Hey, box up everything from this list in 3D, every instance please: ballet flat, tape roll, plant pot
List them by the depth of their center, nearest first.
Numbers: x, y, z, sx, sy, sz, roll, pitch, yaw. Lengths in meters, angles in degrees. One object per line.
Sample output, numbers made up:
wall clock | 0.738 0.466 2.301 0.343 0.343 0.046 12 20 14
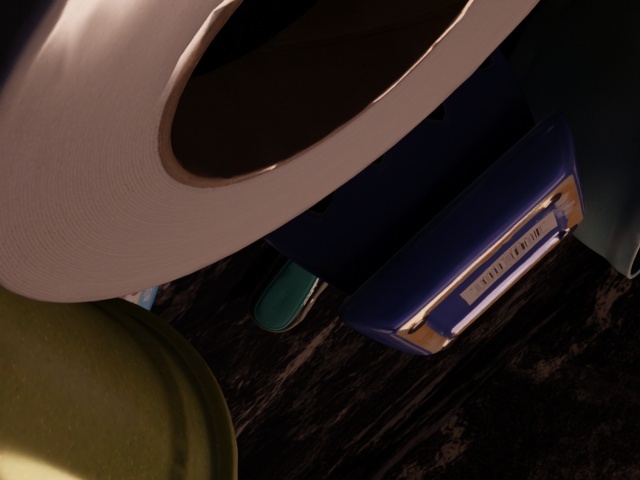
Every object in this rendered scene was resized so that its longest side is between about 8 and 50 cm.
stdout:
tape roll | -0.008 -0.121 0.550 0.392 0.072 0.392 -36 164 -11
plant pot | -0.211 0.102 0.647 0.276 0.276 0.254 -40 152 -8
plant pot | 0.066 -0.050 0.906 0.236 0.212 0.236 -43 162 3
plant pot | 0.288 -0.137 1.150 0.293 0.196 0.293 -50 160 -25
ballet flat | 0.000 0.000 1.152 0.213 0.072 0.068 -51 -172 27

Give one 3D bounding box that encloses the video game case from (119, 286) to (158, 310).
video game case | -0.196 0.067 0.945 0.166 0.015 0.119 -29 158 -37
